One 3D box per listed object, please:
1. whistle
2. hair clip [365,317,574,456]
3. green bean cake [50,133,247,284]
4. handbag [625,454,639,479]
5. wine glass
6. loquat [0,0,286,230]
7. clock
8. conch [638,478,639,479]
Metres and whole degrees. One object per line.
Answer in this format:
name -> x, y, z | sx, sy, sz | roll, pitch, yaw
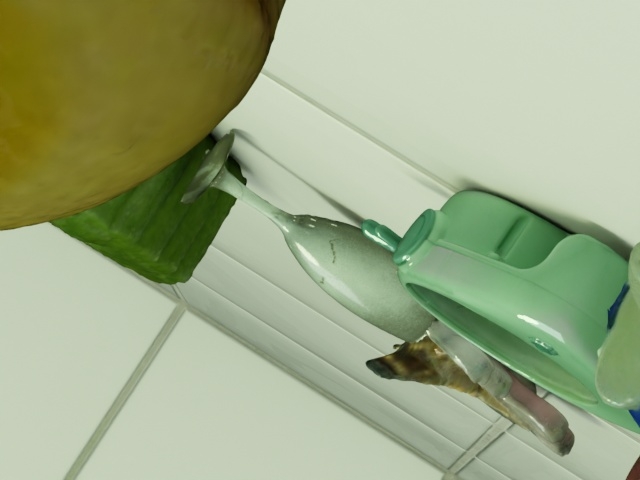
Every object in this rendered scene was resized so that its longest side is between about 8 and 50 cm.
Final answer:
whistle -> 0.181, 0.060, 0.892 | 0.110, 0.092, 0.244 | 41, 179, 30
hair clip -> 0.115, 0.102, 1.549 | 0.146, 0.075, 0.257 | 29, 178, 44
green bean cake -> -0.189, -0.074, 1.435 | 0.222, 0.125, 0.248 | 31, 172, 19
handbag -> 0.291, 0.255, 1.492 | 0.135, 0.146, 0.225 | 22, 168, 29
wine glass -> 0.000, 0.000, 1.393 | 0.198, 0.066, 0.066 | 33, 173, -18
loquat -> -0.085, -0.106, 0.508 | 0.213, 0.213, 0.213 | 32, 172, 5
clock -> 0.112, 0.031, 1.092 | 0.211, 0.066, 0.159 | 26, 169, 47
conch -> 0.256, 0.154, 1.030 | 0.200, 0.131, 0.172 | 30, -169, -45
